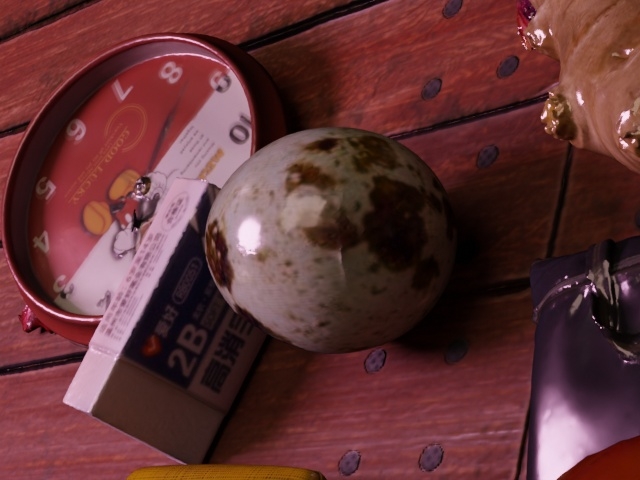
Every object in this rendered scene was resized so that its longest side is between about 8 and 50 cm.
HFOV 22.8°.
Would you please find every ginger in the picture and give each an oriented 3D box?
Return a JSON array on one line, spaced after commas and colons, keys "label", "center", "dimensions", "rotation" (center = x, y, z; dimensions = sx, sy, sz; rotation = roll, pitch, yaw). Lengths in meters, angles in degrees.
[{"label": "ginger", "center": [0.235, -0.158, 0.985], "dimensions": [0.236, 0.166, 0.375], "rotation": [-23, 44, 11]}]

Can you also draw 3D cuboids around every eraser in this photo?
[{"label": "eraser", "center": [-0.108, 0.067, 1.305], "dimensions": [0.068, 0.124, 0.210], "rotation": [13, 73, 53]}]

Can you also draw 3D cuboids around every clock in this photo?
[{"label": "clock", "center": [-0.162, -0.048, 1.478], "dimensions": [0.318, 0.080, 0.318], "rotation": [-13, 62, 26]}]

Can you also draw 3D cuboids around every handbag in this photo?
[{"label": "handbag", "center": [0.221, 0.072, 0.928], "dimensions": [0.254, 0.089, 0.211], "rotation": [-22, 53, 39]}]

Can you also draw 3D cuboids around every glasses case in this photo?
[{"label": "glasses case", "center": [-0.082, 0.211, 1.211], "dimensions": [0.234, 0.064, 0.079], "rotation": [-9, 54, 48]}]

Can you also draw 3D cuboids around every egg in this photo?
[{"label": "egg", "center": [0.000, 0.000, 1.187], "dimensions": [0.231, 0.169, 0.169], "rotation": [0, 63, 54]}]

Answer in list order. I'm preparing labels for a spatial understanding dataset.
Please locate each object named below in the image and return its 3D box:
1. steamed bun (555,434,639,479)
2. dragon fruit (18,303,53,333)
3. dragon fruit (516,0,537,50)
[{"label": "steamed bun", "center": [0.140, 0.290, 0.717], "dimensions": [0.379, 0.235, 0.248], "rotation": [-50, 32, 10]}, {"label": "dragon fruit", "center": [-0.269, 0.031, 1.589], "dimensions": [0.131, 0.063, 0.097], "rotation": [-36, 39, 28]}, {"label": "dragon fruit", "center": [0.200, -0.181, 1.179], "dimensions": [0.112, 0.068, 0.126], "rotation": [-33, 50, 20]}]
